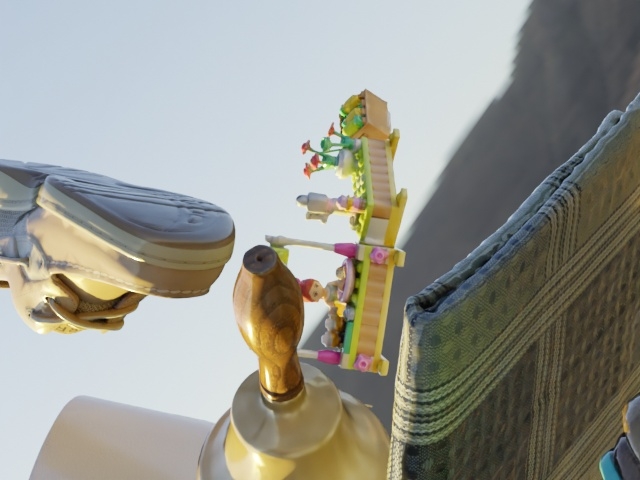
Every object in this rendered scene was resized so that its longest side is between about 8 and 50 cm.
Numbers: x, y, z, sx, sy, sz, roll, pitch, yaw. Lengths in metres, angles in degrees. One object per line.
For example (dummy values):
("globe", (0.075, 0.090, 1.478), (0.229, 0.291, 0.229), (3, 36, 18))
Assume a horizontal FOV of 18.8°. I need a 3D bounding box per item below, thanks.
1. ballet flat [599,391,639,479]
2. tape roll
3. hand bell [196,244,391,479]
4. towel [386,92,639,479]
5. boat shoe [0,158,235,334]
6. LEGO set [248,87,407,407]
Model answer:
("ballet flat", (0.209, 0.087, 0.849), (0.124, 0.116, 0.342), (-35, -16, 11))
("tape roll", (-0.127, 0.251, 1.453), (0.246, 0.169, 0.246), (12, -90, -83))
("hand bell", (-0.025, 0.076, 1.121), (0.126, 0.126, 0.242), (-51, -25, -26))
("towel", (0.124, 0.091, 1.198), (0.324, 0.056, 0.312), (-39, -40, -45))
("boat shoe", (-0.156, 0.013, 1.336), (0.341, 0.122, 0.110), (17, 98, 64))
("LEGO set", (0.000, 0.000, 1.463), (0.132, 0.107, 0.287), (121, 155, -69))
